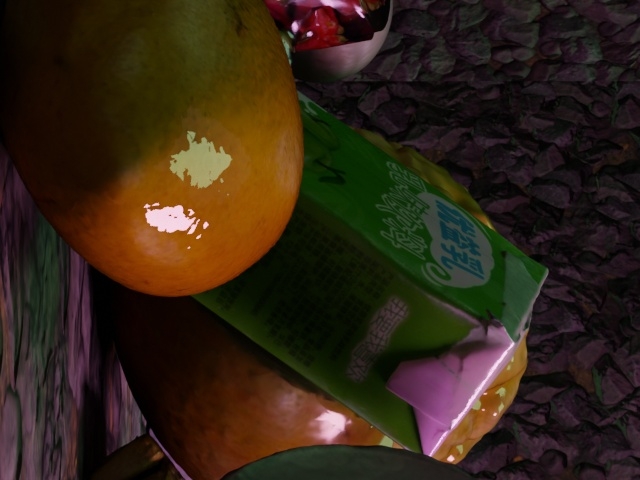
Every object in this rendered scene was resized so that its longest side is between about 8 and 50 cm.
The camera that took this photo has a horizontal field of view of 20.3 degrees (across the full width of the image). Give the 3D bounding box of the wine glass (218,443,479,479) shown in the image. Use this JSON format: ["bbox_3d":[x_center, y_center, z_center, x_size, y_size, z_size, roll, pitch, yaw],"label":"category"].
[{"bbox_3d":[0.005,0.338,1.039,0.267,0.267,0.406,-90,-174,-65],"label":"wine glass"}]

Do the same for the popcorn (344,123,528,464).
[{"bbox_3d":[0.024,0.050,1.723,0.354,0.390,0.344,-39,120,-48],"label":"popcorn"}]

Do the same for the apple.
[{"bbox_3d":[-0.053,0.056,1.237,0.346,0.179,0.254,-111,-170,-58],"label":"apple"}]

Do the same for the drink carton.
[{"bbox_3d":[0.000,0.000,1.109,0.108,0.271,0.161,-57,176,22],"label":"drink carton"}]

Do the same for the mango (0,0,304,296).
[{"bbox_3d":[-0.079,-0.058,0.846,0.257,0.138,0.187,-102,179,-60],"label":"mango"}]

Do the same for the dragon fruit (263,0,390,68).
[{"bbox_3d":[-0.055,-0.168,1.045,0.160,0.172,0.167,62,29,-47],"label":"dragon fruit"}]

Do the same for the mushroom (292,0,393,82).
[{"bbox_3d":[-0.063,-0.231,1.705,0.243,0.243,0.244,180,-90,-90],"label":"mushroom"}]

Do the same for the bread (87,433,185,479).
[{"bbox_3d":[-0.103,0.189,1.140,0.156,0.064,0.117,98,-31,-71],"label":"bread"}]

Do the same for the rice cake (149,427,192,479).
[{"bbox_3d":[-0.120,0.230,1.556,0.073,0.056,0.365,-83,172,-75],"label":"rice cake"}]
